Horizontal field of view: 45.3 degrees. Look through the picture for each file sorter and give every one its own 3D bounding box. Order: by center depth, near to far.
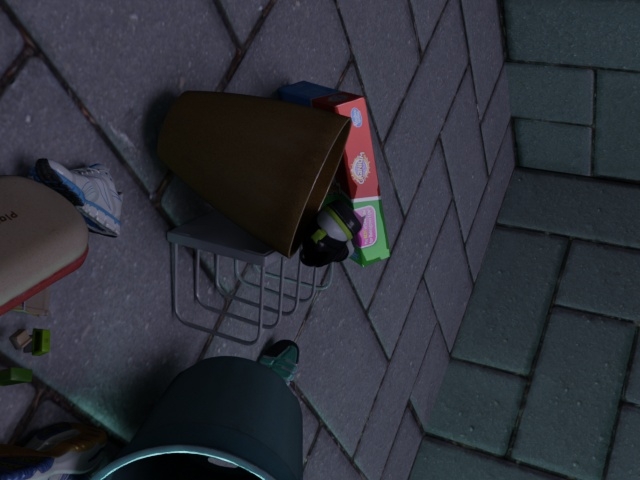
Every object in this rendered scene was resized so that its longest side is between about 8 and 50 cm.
[{"bbox_3d":[-0.111,0.041,1.376,0.278,0.193,0.173,-33,132,-56],"label":"file sorter"}]

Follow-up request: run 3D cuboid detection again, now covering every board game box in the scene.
[{"bbox_3d":[0.025,-0.134,1.481,0.064,0.242,0.316,-22,116,-21],"label":"board game box"}]

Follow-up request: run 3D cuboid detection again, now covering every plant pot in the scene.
[{"bbox_3d":[-0.113,-0.130,1.190,0.237,0.254,0.237,24,90,-87],"label":"plant pot"},{"bbox_3d":[-0.165,0.369,1.204,0.334,0.341,0.341,-78,170,-70],"label":"plant pot"}]

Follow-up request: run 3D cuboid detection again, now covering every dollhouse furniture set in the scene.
[{"bbox_3d":[-0.400,0.110,1.000,0.076,0.059,0.151,22,61,-57],"label":"dollhouse furniture set"}]

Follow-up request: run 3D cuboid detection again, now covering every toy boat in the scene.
[{"bbox_3d":[-0.384,0.029,0.899,0.231,0.151,0.151,-41,166,-51],"label":"toy boat"}]

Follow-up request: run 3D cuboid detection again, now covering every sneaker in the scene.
[{"bbox_3d":[-0.392,0.334,1.009,0.296,0.112,0.130,5,96,-64],"label":"sneaker"},{"bbox_3d":[-0.324,-0.075,1.038,0.190,0.071,0.082,61,40,-66],"label":"sneaker"},{"bbox_3d":[0.000,0.000,1.239,0.097,0.084,0.234,-40,169,-11],"label":"sneaker"},{"bbox_3d":[-0.112,0.321,1.656,0.098,0.083,0.223,102,13,-68],"label":"sneaker"}]
